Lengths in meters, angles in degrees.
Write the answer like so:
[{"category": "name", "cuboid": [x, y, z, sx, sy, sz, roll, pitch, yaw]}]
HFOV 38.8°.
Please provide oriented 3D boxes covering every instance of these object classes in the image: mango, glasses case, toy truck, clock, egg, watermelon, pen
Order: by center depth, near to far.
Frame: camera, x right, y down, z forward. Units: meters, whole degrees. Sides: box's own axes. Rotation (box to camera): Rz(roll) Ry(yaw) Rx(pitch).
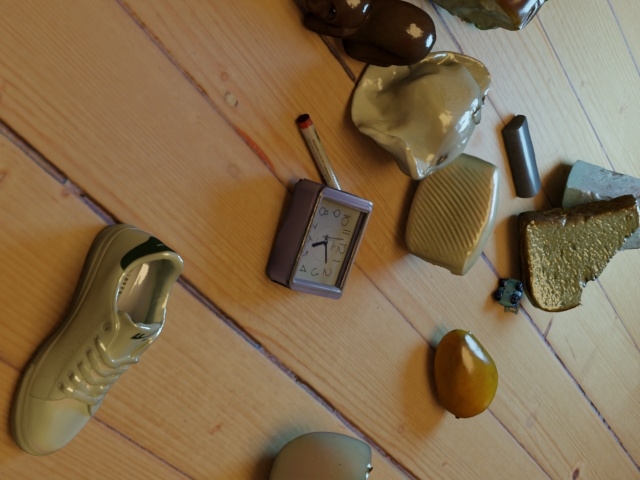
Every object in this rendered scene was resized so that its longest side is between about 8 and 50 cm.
[{"category": "clock", "cuboid": [0.000, 0.000, 1.627, 0.145, 0.073, 0.193, 15, 96, -44]}, {"category": "pen", "cuboid": [0.007, -0.134, 1.653, 0.026, 0.026, 0.218, -46, 129, -28]}, {"category": "egg", "cuboid": [-0.019, 0.453, 1.677, 0.206, 0.162, 0.271, -69, -177, -54]}, {"category": "mango", "cuboid": [0.320, 0.291, 2.012, 0.147, 0.109, 0.227, -21, 117, -14]}, {"category": "glasses case", "cuboid": [0.468, -0.191, 2.093, 0.072, 0.042, 0.190, -47, 129, -37]}, {"category": "toy truck", "cuboid": [0.451, 0.136, 2.148, 0.073, 0.056, 0.090, -62, 147, -23]}, {"category": "watermelon", "cuboid": [0.749, -0.070, 2.246, 0.387, 0.258, 0.228, 6, 93, -41]}]

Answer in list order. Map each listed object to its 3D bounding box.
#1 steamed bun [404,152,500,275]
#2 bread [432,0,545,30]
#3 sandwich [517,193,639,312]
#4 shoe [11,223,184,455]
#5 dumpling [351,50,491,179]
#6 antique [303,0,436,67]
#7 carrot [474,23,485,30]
[{"category": "steamed bun", "cuboid": [0.277, -0.053, 1.853, 0.238, 0.170, 0.152, -71, 159, -3]}, {"category": "bread", "cuboid": [0.320, -0.552, 1.720, 0.279, 0.225, 0.250, 25, 83, -44]}, {"category": "sandwich", "cuboid": [0.611, 0.033, 2.141, 0.099, 0.289, 0.254, -87, 165, -73]}, {"category": "shoe", "cuboid": [-0.308, 0.154, 1.309, 0.132, 0.160, 0.363, 33, 76, -43]}, {"category": "dumpling", "cuboid": [0.183, -0.253, 1.737, 0.243, 0.187, 0.318, 37, 57, -3]}, {"category": "antique", "cuboid": [0.086, -0.382, 1.571, 0.257, 0.143, 0.121, 25, 83, -31]}, {"category": "carrot", "cuboid": [0.445, -0.530, 1.968, 0.359, 0.074, 0.074, -33, 121, -33]}]
